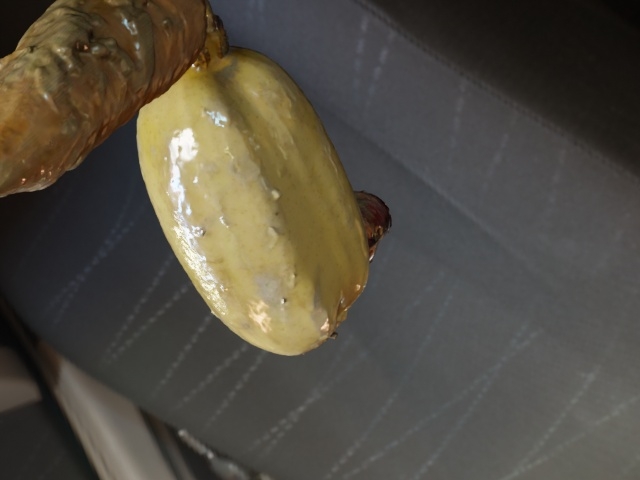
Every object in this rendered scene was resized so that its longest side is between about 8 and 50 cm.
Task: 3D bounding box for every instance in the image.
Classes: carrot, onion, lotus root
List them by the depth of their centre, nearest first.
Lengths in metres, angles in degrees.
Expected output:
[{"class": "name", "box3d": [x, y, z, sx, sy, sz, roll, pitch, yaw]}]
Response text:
[{"class": "carrot", "box3d": [-0.146, -0.093, 0.696, 0.102, 0.102, 0.263, -40, -165, 32]}, {"class": "lotus root", "box3d": [-0.065, -0.052, 0.985, 0.151, 0.343, 0.169, 4, -140, 43]}, {"class": "onion", "box3d": [0.000, 0.000, 1.437, 0.184, 0.147, 0.184, -46, 175, -5]}]
